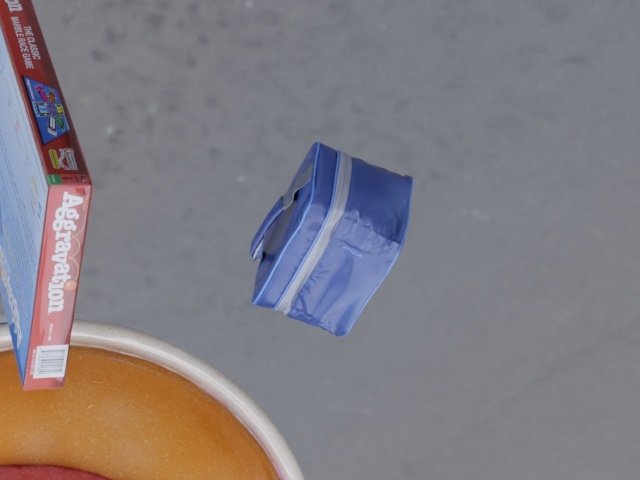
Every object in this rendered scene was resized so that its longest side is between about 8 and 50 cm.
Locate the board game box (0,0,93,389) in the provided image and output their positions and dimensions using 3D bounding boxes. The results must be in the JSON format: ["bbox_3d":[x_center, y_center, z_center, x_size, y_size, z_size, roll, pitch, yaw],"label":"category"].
[{"bbox_3d":[-0.184,-0.057,0.944,0.027,0.281,0.145,-1,128,-22],"label":"board game box"}]

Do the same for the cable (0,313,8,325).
[{"bbox_3d":[-0.303,0.167,1.301,0.257,0.089,0.257,-26,154,-11],"label":"cable"}]

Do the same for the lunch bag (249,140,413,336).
[{"bbox_3d":[0.000,0.000,0.827,0.065,0.067,0.098,22,130,-10],"label":"lunch bag"}]

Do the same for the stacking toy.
[{"bbox_3d":[-0.180,0.280,0.923,0.350,0.480,0.351,0,108,1],"label":"stacking toy"}]
